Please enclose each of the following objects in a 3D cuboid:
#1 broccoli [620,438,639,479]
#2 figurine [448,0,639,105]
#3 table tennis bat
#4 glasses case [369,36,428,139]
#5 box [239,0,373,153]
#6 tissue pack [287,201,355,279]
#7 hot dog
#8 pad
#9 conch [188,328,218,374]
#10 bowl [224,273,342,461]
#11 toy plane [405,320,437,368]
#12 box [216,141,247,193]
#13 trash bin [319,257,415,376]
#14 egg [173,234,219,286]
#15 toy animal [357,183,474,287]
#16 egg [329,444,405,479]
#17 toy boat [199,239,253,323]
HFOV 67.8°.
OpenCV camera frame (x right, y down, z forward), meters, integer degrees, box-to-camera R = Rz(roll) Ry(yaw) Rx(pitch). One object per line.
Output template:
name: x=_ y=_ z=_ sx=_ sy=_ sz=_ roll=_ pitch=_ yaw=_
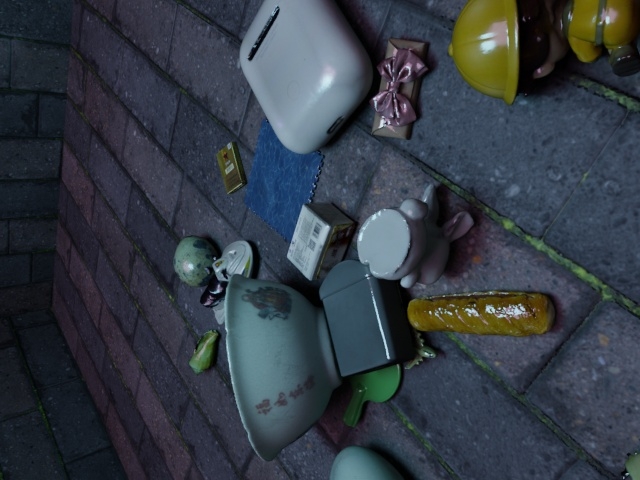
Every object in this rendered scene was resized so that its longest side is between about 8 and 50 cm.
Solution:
broccoli: x=0.528 y=0.422 z=0.623 sx=0.180 sy=0.273 sz=0.242 roll=32 pitch=120 yaw=-14
figurine: x=0.315 y=-0.305 z=0.685 sx=0.256 sy=0.167 sz=0.192 roll=-3 pitch=81 yaw=45
table tennis bat: x=0.105 y=0.328 z=1.111 sx=0.160 sy=0.039 sz=0.257 roll=34 pitch=115 yaw=38
glasses case: x=0.152 y=-0.291 z=0.927 sx=0.102 sy=0.070 sz=0.194 roll=26 pitch=115 yaw=40
box: x=-0.043 y=-0.392 z=1.067 sx=0.288 sy=0.141 sz=0.349 roll=-44 pitch=65 yaw=43
tissue pack: x=0.000 y=0.000 z=1.117 sx=0.106 sy=0.099 sz=0.149 roll=43 pitch=125 yaw=36
hot dog: x=0.279 y=0.137 z=0.876 sx=0.286 sy=0.061 sz=0.088 roll=-16 pitch=96 yaw=48
pad: x=-0.108 y=-0.156 z=1.272 sx=0.269 sy=0.012 sz=0.270 roll=37 pitch=122 yaw=37
conch: x=-0.401 y=0.386 z=1.632 sx=0.095 sy=0.079 sz=0.201 roll=38 pitch=106 yaw=52
bowl: x=-0.062 y=0.265 z=1.111 sx=0.196 sy=0.435 sz=0.435 roll=-14 pitch=85 yaw=4
toy plane: x=0.198 y=0.221 z=0.986 sx=0.111 sy=0.040 sz=0.102 roll=8 pitch=104 yaw=47
box: x=-0.265 y=-0.215 z=1.421 sx=0.090 sy=0.023 sz=0.133 roll=-26 pitch=78 yaw=45
trash bin: x=0.094 y=0.155 z=1.014 sx=0.176 sy=0.101 sz=0.236 roll=-31 pitch=63 yaw=39
egg: x=-0.398 y=0.063 z=1.523 sx=0.141 sy=0.141 sz=0.182 roll=-50 pitch=54 yaw=39
toy animal: x=0.169 y=-0.005 z=0.869 sx=0.127 sy=0.193 sz=0.179 roll=40 pitch=121 yaw=39
egg: x=0.114 y=0.579 z=1.033 sx=0.183 sy=0.182 sz=0.264 roll=-53 pitch=54 yaw=38
toy boat: x=-0.287 y=0.119 z=1.423 sx=0.141 sy=0.140 sz=0.269 roll=46 pitch=132 yaw=32
